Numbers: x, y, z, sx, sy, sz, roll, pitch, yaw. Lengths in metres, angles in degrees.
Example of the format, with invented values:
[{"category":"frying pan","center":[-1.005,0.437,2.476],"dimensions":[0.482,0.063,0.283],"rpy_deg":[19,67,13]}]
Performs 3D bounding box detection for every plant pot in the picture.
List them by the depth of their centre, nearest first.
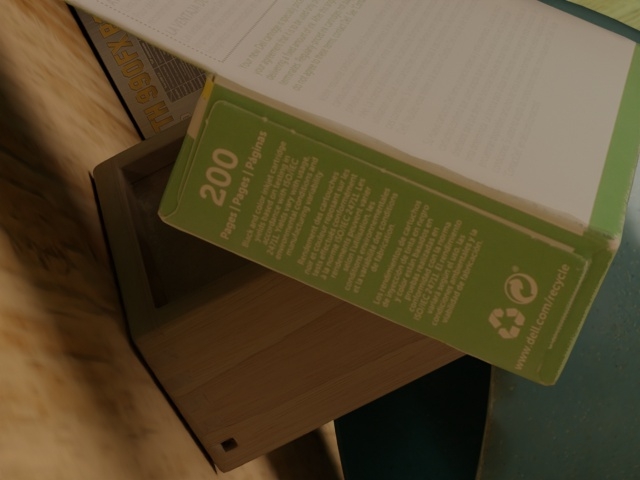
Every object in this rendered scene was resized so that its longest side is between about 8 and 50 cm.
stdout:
[{"category":"plant pot","center":[0.129,0.019,0.907],"dimensions":[0.290,0.195,0.290],"rpy_deg":[180,-90,-76]}]

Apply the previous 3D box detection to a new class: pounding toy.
[{"category":"pounding toy","center":[0.000,0.000,0.690],"dimensions":[0.100,0.130,0.141],"rpy_deg":[61,4,-36]}]

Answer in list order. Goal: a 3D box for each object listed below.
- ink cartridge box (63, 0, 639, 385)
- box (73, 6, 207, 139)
[{"category":"ink cartridge box","center":[-0.016,-0.059,0.577],"dimensions":[0.235,0.056,0.171],"rpy_deg":[23,27,4]},{"category":"box","center":[-0.068,-0.091,0.956],"dimensions":[0.231,0.056,0.183],"rpy_deg":[62,5,-20]}]
